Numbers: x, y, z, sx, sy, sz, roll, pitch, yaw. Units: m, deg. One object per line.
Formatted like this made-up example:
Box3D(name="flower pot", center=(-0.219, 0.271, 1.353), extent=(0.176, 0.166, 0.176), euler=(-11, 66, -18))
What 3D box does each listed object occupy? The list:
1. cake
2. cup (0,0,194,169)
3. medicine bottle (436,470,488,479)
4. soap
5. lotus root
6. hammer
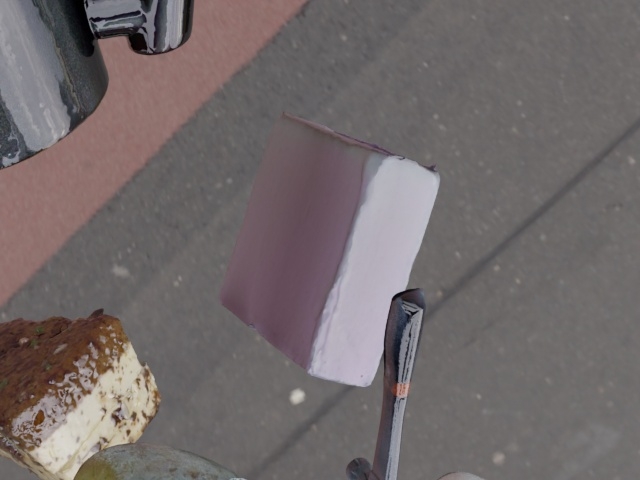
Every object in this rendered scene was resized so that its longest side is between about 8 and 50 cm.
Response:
Box3D(name="cake", center=(-0.272, 0.143, 1.022), extent=(0.246, 0.135, 0.112), euler=(-7, 125, 21))
Box3D(name="cup", center=(-0.183, -0.148, 0.699), extent=(0.239, 0.166, 0.177), euler=(-6, 127, 16))
Box3D(name="medicine bottle", center=(0.008, 0.203, 0.306), extent=(0.111, 0.296, 0.161), euler=(20, 124, 17))
Box3D(name="soap", center=(0.000, 0.000, 1.567), extent=(0.107, 0.296, 0.285), euler=(13, 100, -31))
Box3D(name="lotus root", center=(-0.090, 0.174, 0.791), extent=(0.165, 0.088, 0.088), euler=(15, 115, -30))
Box3D(name="hammer", center=(0.084, 0.187, 1.368), extent=(0.037, 0.137, 0.290), euler=(-6, 119, -25))
